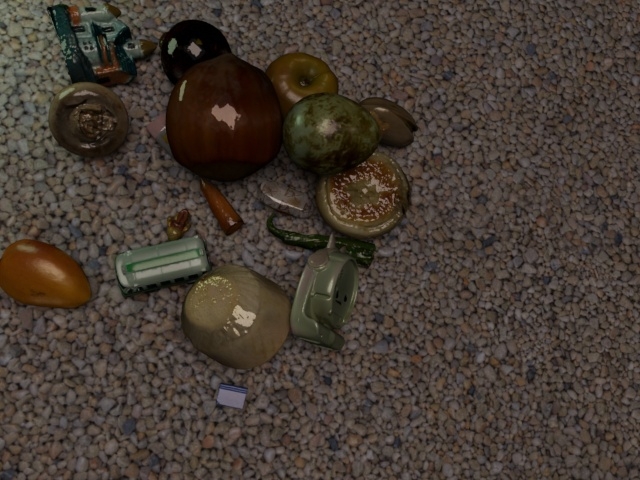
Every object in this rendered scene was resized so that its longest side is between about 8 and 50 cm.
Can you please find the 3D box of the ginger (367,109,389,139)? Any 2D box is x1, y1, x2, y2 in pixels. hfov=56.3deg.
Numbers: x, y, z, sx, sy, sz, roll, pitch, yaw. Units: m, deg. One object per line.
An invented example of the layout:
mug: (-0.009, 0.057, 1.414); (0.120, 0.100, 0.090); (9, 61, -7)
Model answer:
ginger: (0.076, -0.338, 1.897); (0.294, 0.131, 0.086); (-2, 49, 26)

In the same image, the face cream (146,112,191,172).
face cream: (-0.452, -0.306, 1.878); (0.084, 0.057, 0.198); (-43, 90, -14)

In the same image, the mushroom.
mushroom: (-0.685, -0.352, 1.774); (0.226, 0.178, 0.226); (-12, 126, -17)

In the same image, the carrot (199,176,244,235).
carrot: (-0.321, -0.115, 1.862); (0.072, 0.072, 0.205); (-35, 85, -13)

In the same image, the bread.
bread: (0.132, -0.139, 1.891); (0.305, 0.159, 0.305); (2, 76, -7)

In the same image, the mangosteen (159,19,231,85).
mangosteen: (-0.405, -0.576, 1.867); (0.265, 0.228, 0.228); (26, 75, 30)

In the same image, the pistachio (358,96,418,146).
pistachio: (0.216, -0.389, 1.961); (0.238, 0.153, 0.137); (20, 87, -30)

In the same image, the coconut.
coconut: (-0.228, 0.221, 1.717); (0.329, 0.329, 0.329); (2, 80, -9)

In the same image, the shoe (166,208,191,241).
shoe: (-0.437, -0.049, 1.830); (0.072, 0.069, 0.109); (42, 71, 0)

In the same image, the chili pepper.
chili pepper: (-0.001, 0.000, 1.894); (0.359, 0.076, 0.085); (18, 99, -6)

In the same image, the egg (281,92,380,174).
egg: (0.031, -0.308, 1.742); (0.289, 0.238, 0.238); (2, 80, -16)

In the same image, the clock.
clock: (0.027, 0.150, 1.766); (0.109, 0.265, 0.324); (10, 76, 24)

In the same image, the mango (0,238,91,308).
mango: (-0.779, 0.104, 1.714); (0.257, 0.138, 0.187); (14, 90, 0)

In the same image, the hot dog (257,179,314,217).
hot dog: (-0.109, -0.130, 1.898); (0.192, 0.053, 0.099); (20, 62, -5)

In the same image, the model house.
model house: (-0.654, -0.602, 1.843); (0.291, 0.184, 0.253); (-15, 75, -19)

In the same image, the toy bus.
toy bus: (-0.463, 0.072, 1.756); (0.276, 0.165, 0.133); (-13, 81, -12)

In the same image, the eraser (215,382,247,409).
eraser: (-0.266, 0.465, 1.788); (0.085, 0.027, 0.063); (14, 79, -6)

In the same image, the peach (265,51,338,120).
peach: (-0.059, -0.491, 1.934); (0.251, 0.153, 0.251); (7, 72, -23)

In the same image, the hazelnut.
hazelnut: (-0.270, -0.350, 1.765); (0.366, 0.366, 0.366); (2, 80, -9)
